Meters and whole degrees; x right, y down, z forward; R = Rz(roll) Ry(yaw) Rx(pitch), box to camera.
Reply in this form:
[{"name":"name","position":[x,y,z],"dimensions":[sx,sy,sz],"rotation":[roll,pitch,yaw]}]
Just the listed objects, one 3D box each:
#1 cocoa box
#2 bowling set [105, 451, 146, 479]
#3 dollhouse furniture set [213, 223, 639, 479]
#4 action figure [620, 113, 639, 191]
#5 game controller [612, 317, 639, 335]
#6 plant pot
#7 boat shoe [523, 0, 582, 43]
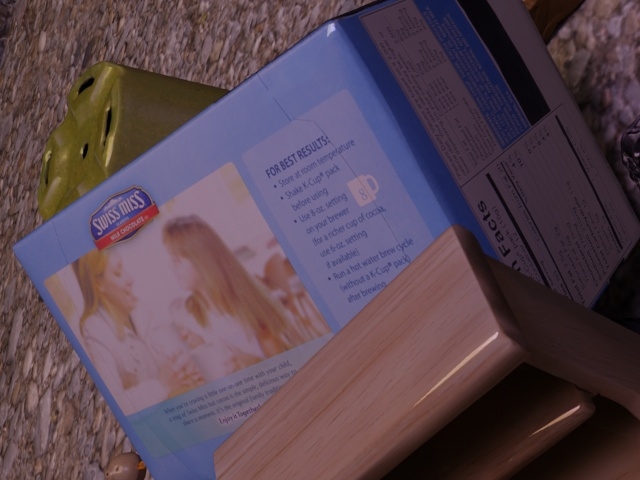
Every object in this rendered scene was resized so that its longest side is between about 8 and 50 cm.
[{"name":"cocoa box","position":[0.000,0.000,0.656],"dimensions":[0.347,0.228,0.231],"rotation":[-27,96,39]},{"name":"bowling set","position":[-0.155,0.247,0.909],"dimensions":[0.287,0.200,0.154],"rotation":[-29,53,41]},{"name":"dollhouse furniture set","position":[0.137,0.220,0.342],"dimensions":[0.362,0.256,0.394],"rotation":[-46,38,26]},{"name":"action figure","position":[0.298,-0.062,0.452],"dimensions":[0.275,0.141,0.164],"rotation":[-19,22,8]},{"name":"game controller","position":[0.131,0.154,0.676],"dimensions":[0.319,0.067,0.166],"rotation":[-17,77,51]},{"name":"plant pot","position":[-0.139,-0.057,0.952],"dimensions":[0.276,0.254,0.276],"rotation":[-25,57,47]},{"name":"boat shoe","position":[0.162,-0.193,0.766],"dimensions":[0.170,0.063,0.059],"rotation":[-42,42,24]}]
